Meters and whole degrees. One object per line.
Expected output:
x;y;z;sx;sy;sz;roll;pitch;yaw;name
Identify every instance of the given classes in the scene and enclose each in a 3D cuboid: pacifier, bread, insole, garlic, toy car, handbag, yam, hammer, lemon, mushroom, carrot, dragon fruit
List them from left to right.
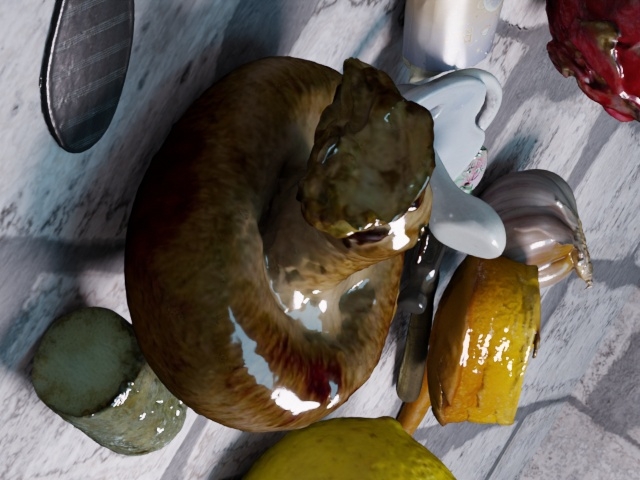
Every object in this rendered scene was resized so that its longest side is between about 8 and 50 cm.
-0.167;-0.189;1.342;0.110;0.012;0.309;-34;151;-45;insole
-0.191;0.140;1.643;0.107;0.107;0.194;-54;158;-10;yam
-0.003;-0.015;1.559;0.334;0.356;0.331;48;33;-39;mushroom
0.048;0.410;2.245;0.349;0.387;0.350;-23;141;-20;lemon
0.143;0.275;2.747;0.043;0.043;0.248;-29;148;-53;carrot
0.136;0.118;2.445;0.440;0.044;0.168;94;17;-60;hammer
0.138;-0.068;1.935;0.227;0.207;0.279;-31;159;-8;pacifier
0.158;-0.091;2.198;0.142;0.055;0.069;-9;121;-52;toy car
0.139;-0.256;1.853;0.117;0.095;0.173;-20;139;-28;handbag
0.220;0.137;2.380;0.195;0.142;0.270;-78;175;-47;bread
0.300;0.020;2.501;0.207;0.207;0.257;-41;160;-39;garlic
0.440;-0.296;2.191;0.329;0.329;0.329;-47;158;-26;dragon fruit

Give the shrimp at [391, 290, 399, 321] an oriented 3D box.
0.034;0.107;2.196;0.152;0.063;0.287;-65;162;15;shrimp
